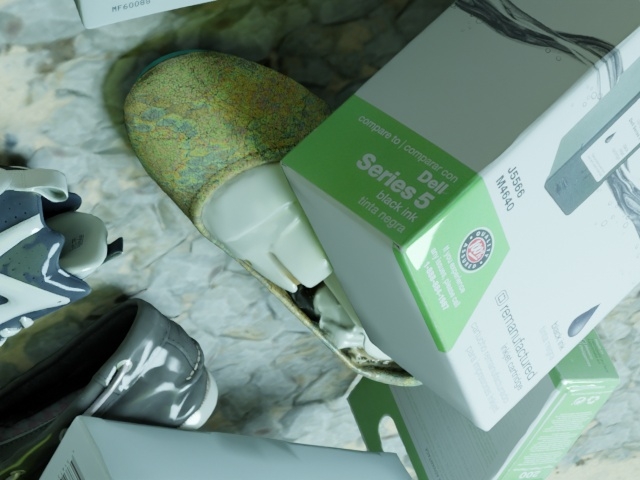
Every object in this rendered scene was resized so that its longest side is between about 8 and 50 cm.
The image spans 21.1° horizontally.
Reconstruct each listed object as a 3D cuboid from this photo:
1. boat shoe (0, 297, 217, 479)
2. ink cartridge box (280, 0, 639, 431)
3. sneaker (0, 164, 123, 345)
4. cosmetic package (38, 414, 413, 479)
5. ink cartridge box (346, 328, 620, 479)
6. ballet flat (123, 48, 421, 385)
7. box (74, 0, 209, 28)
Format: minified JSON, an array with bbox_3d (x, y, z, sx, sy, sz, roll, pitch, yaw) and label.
[{"bbox_3d":[-0.235,0.148,1.201,0.335,0.112,0.095,-30,125,1],"label":"boat shoe"},{"bbox_3d":[0.134,-0.053,1.036,0.273,0.115,0.198,-43,140,-13],"label":"ink cartridge box"},{"bbox_3d":[-0.198,0.037,1.079,0.153,0.094,0.235,-6,130,-9],"label":"sneaker"},{"bbox_3d":[-0.123,0.306,1.257,0.284,0.097,0.377,10,122,-39],"label":"cosmetic package"},{"bbox_3d":[0.112,0.109,1.267,0.056,0.171,0.235,0,138,-28],"label":"ink cartridge box"},{"bbox_3d":[0.000,0.000,1.122,0.123,0.123,0.348,-32,142,11],"label":"ballet flat"},{"bbox_3d":[-0.088,-0.180,0.876,0.102,0.087,0.101,-15,142,-13],"label":"box"}]
